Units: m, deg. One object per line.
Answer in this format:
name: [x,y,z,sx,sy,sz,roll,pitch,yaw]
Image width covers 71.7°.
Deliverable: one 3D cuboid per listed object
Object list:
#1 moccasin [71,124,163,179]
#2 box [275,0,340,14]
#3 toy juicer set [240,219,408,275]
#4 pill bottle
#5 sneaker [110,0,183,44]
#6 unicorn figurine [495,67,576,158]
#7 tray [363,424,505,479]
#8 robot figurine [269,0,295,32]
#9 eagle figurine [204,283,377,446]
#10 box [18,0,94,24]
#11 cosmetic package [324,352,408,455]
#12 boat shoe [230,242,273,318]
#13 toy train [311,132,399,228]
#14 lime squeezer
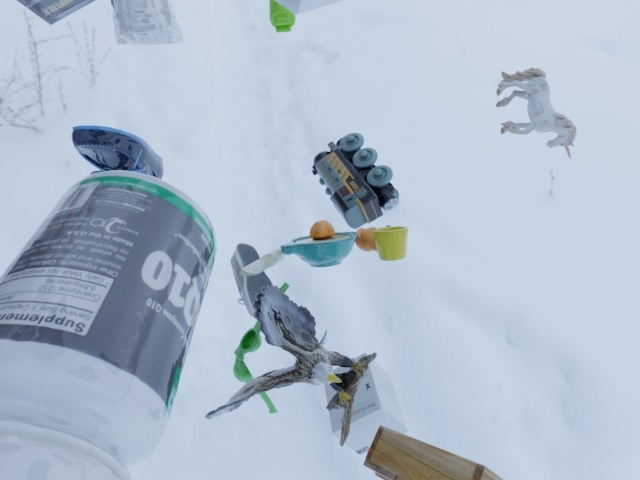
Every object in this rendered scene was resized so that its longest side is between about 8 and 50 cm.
moccasin: [-0.457,-0.176,1.057,0.137,0.342,0.117,3,85,8]
box: [-0.092,-0.553,0.726,0.345,0.168,0.215,36,46,9]
toy juicer set: [0.000,0.000,0.913,0.328,0.090,0.209,-7,8,-7]
pill bottle: [-0.242,0.107,0.462,0.204,0.204,0.361,1,44,2]
sneaker: [-0.269,-0.383,0.656,0.108,0.169,0.292,-13,22,-19]
unicorn figurine: [0.348,-0.204,0.716,0.111,0.162,0.060,-8,6,12]
tray: [0.276,0.439,0.696,0.202,0.411,0.076,-9,46,57]
robot figurine: [-0.097,-0.587,1.124,0.067,0.101,0.115,-5,72,5]
eagle figurine: [-0.043,0.229,0.821,0.298,0.225,0.226,21,46,-23]
box: [-0.420,-0.454,0.679,0.230,0.183,0.056,-11,70,24]
cosmetic package: [0.117,0.442,1.201,0.151,0.151,0.184,-33,33,13]
boat shoe: [-0.256,0.155,1.607,0.118,0.103,0.321,8,44,-41]
toy train: [0.099,-0.188,1.340,0.190,0.142,0.334,-31,53,-1]
lime squeezer: [-0.130,0.242,0.952,0.109,0.311,0.059,4,11,-13]
